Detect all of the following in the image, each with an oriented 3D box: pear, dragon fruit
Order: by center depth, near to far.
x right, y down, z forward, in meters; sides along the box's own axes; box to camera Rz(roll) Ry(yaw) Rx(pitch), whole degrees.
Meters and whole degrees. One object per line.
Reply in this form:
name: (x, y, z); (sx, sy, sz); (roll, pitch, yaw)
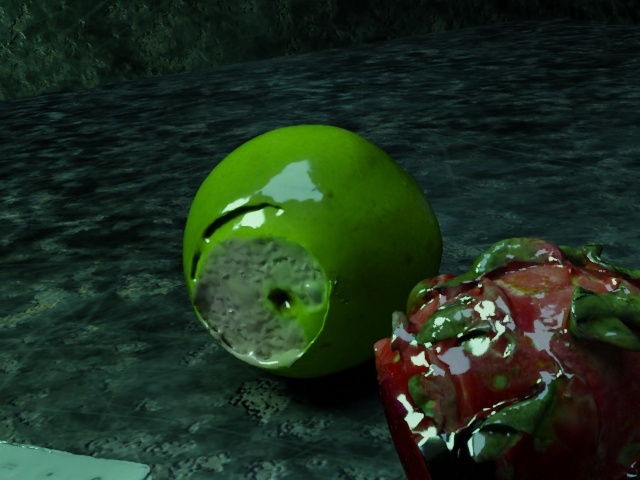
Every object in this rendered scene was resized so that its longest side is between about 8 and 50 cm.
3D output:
dragon fruit: (0.124, 0.082, 0.485); (0.172, 0.166, 0.160); (-20, -19, -7)
pear: (0.000, 0.000, 0.710); (0.187, 0.187, 0.219); (3, 18, 26)

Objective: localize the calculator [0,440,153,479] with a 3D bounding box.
calculator: (-0.219, 0.181, 0.488); (0.161, 0.021, 0.261); (3, 20, 26)
